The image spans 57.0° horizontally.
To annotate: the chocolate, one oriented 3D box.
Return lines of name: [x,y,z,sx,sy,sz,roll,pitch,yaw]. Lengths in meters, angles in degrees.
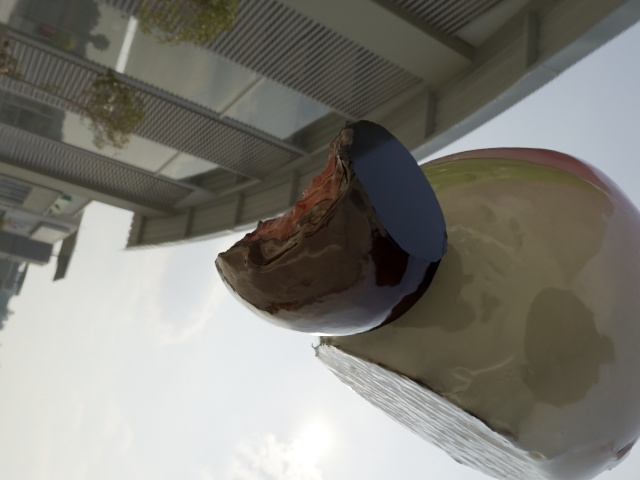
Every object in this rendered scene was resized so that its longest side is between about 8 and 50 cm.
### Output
chocolate: [0.000,0.000,0.374,0.133,0.124,0.127,-27,-105,40]

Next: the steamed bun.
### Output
steamed bun: [0.162,0.039,0.526,0.309,0.309,0.309,-36,-135,46]
